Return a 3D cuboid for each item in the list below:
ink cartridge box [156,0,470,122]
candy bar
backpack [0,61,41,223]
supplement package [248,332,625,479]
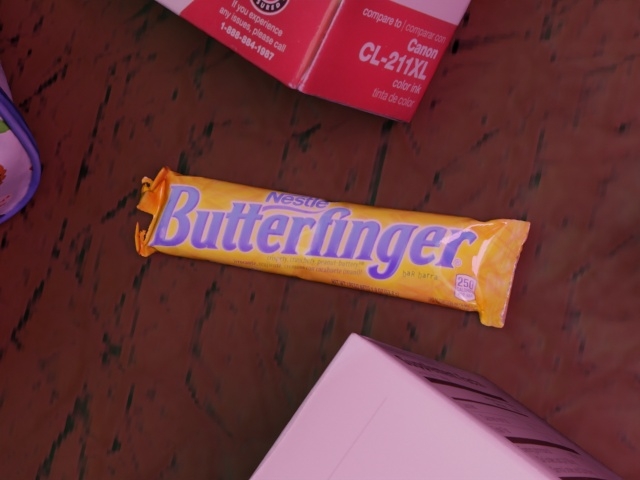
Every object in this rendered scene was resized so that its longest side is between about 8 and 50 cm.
[{"bbox_3d":[0.010,-0.150,0.594,0.127,0.072,0.175,37,106,37],"label":"ink cartridge box"},{"bbox_3d":[0.000,0.000,0.630,0.161,0.018,0.040,10,84,23],"label":"candy bar"},{"bbox_3d":[-0.245,-0.032,0.614,0.263,0.276,0.213,-31,75,8],"label":"backpack"},{"bbox_3d":[0.084,0.156,0.503,0.244,0.134,0.139,36,94,24],"label":"supplement package"}]
